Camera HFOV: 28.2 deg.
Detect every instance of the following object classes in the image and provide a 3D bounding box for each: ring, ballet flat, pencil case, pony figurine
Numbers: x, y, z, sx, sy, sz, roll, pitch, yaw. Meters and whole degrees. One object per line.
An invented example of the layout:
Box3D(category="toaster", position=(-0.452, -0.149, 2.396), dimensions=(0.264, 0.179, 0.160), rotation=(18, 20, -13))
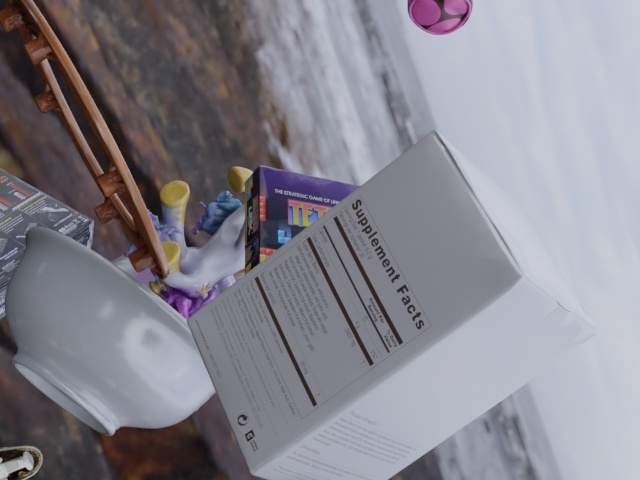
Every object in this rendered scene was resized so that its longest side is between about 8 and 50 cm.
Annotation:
Box3D(category="ring", position=(-0.244, -0.105, 1.282), dimensions=(0.336, 0.032, 0.336), rotation=(56, -13, 20))
Box3D(category="ballet flat", position=(-0.343, 0.239, 1.335), dimensions=(0.168, 0.052, 0.057), rotation=(-11, 85, -79))
Box3D(category="pencil case", position=(0.156, -0.380, 1.695), dimensions=(0.098, 0.095, 0.209), rotation=(20, 51, -24))
Box3D(category="pony figurine", position=(-0.187, 0.054, 1.959), dimensions=(0.303, 0.351, 0.363), rotation=(51, -15, 24))

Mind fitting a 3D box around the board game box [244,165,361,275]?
Box3D(category="board game box", position=(0.000, 0.000, 1.439), dimensions=(0.048, 0.170, 0.141), rotation=(138, -44, -55))

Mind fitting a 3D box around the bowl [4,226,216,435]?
Box3D(category="bowl", position=(-0.254, 0.127, 1.444), dimensions=(0.298, 0.134, 0.298), rotation=(33, -19, 13))

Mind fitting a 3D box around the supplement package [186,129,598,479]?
Box3D(category="supplement package", position=(0.063, 0.077, 1.146), dimensions=(0.177, 0.293, 0.175), rotation=(33, 25, -53))

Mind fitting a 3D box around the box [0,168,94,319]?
Box3D(category="box", position=(-0.532, 0.011, 1.909), dimensions=(0.307, 0.242, 0.076), rotation=(-43, 154, -48))
